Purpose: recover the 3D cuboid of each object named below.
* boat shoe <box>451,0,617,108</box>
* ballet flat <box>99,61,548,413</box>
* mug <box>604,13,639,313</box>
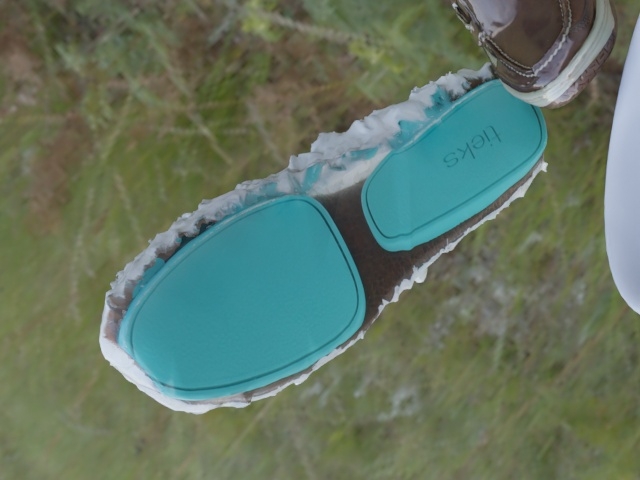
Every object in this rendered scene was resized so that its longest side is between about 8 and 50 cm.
[{"bbox_3d":[0.126,-0.171,1.019,0.095,0.095,0.257,30,-162,-18],"label":"boat shoe"},{"bbox_3d":[0.000,0.000,1.069,0.147,0.409,0.147,36,142,35],"label":"ballet flat"},{"bbox_3d":[0.375,-0.105,0.829,0.328,0.374,0.276,12,-177,-7],"label":"mug"}]
